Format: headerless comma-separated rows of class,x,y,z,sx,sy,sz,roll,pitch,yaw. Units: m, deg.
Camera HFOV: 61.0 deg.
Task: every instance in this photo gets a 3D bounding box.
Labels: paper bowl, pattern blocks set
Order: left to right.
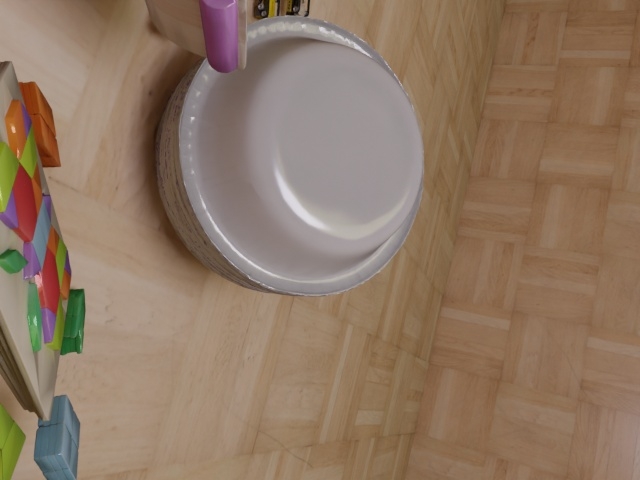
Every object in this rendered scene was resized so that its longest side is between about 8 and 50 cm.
pattern blocks set,-0.177,-0.001,0.317,0.324,0.026,0.285,104,-23,-54
paper bowl,-0.010,-0.084,0.556,0.284,0.148,0.284,1,88,-30

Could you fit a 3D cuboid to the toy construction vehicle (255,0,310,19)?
toy construction vehicle,-0.052,-0.318,0.681,0.086,0.035,0.098,-8,103,-54

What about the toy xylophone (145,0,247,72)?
toy xylophone,-0.084,-0.288,0.408,0.236,0.081,0.322,-166,-99,-82
